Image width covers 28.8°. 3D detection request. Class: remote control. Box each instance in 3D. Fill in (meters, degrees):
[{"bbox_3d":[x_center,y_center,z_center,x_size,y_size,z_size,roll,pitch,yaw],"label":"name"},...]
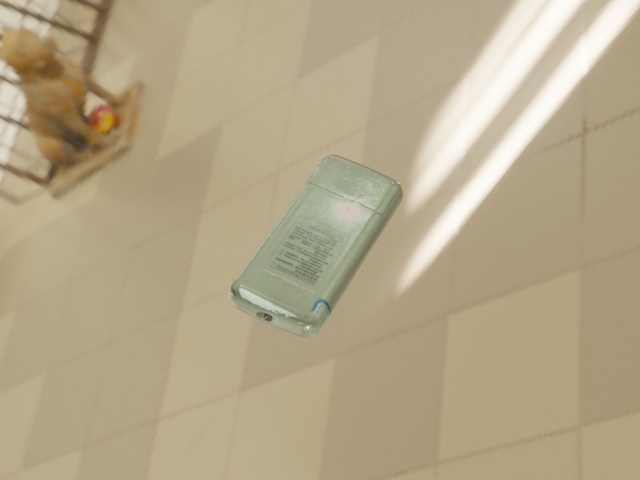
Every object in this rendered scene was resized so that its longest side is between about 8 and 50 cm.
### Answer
[{"bbox_3d":[0.000,0.000,0.652,0.018,0.053,0.124,101,-164,-46],"label":"remote control"}]
